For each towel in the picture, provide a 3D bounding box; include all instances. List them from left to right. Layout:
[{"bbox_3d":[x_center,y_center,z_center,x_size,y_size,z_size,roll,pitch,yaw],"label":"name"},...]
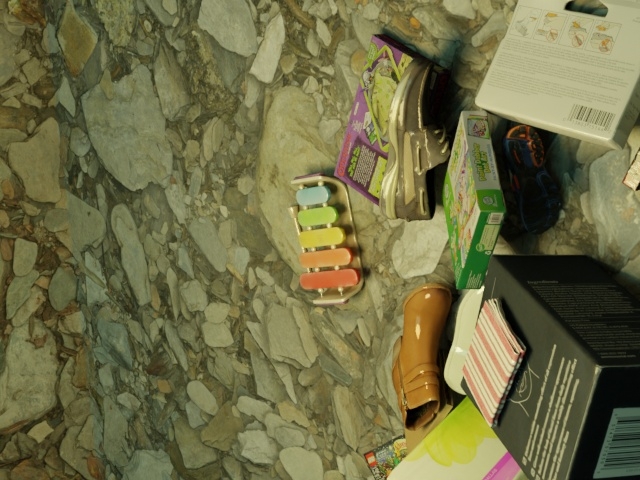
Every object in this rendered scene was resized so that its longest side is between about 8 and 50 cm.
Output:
[{"bbox_3d":[0.308,0.218,1.710,0.144,0.029,0.197,-110,24,-49],"label":"towel"}]

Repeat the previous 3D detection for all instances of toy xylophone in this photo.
[{"bbox_3d":[0.000,0.000,2.303,0.236,0.081,0.322,-19,86,49],"label":"toy xylophone"}]

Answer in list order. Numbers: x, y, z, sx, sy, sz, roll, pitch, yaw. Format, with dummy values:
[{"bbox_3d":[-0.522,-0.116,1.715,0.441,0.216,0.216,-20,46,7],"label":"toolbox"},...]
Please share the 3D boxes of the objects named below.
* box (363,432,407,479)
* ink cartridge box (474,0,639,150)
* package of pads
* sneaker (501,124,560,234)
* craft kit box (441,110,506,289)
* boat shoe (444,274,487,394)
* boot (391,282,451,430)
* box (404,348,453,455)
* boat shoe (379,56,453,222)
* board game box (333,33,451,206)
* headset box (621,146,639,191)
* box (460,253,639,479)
[{"bbox_3d":[0.213,0.533,2.245,0.233,0.044,0.159,-40,71,45],"label":"box"},{"bbox_3d":[0.455,-0.324,1.727,0.296,0.066,0.261,25,93,41],"label":"ink cartridge box"},{"bbox_3d":[0.304,0.461,1.940,0.229,0.296,0.101,25,145,41],"label":"package of pads"},{"bbox_3d":[0.400,-0.118,1.844,0.087,0.083,0.221,-126,21,-75],"label":"sneaker"},{"bbox_3d":[0.289,-0.075,1.836,0.250,0.061,0.246,95,176,-52],"label":"craft kit box"},{"bbox_3d":[0.340,0.170,1.958,0.116,0.099,0.319,27,124,17],"label":"boat shoe"},{"bbox_3d":[0.216,0.247,2.037,0.220,0.109,0.283,-92,20,-47],"label":"boot"},{"bbox_3d":[0.235,0.363,2.121,0.164,0.021,0.201,-91,22,-50],"label":"box"},{"bbox_3d":[0.208,-0.199,1.956,0.130,0.132,0.355,13,124,14],"label":"boat shoe"},{"bbox_3d":[0.150,-0.249,2.097,0.208,0.056,0.347,36,125,31],"label":"board game box"},{"bbox_3d":[0.563,-0.124,1.664,0.032,0.062,0.083,42,129,33],"label":"headset box"},{"bbox_3d":[0.440,0.237,1.680,0.395,0.212,0.293,-123,37,-59],"label":"box"}]
